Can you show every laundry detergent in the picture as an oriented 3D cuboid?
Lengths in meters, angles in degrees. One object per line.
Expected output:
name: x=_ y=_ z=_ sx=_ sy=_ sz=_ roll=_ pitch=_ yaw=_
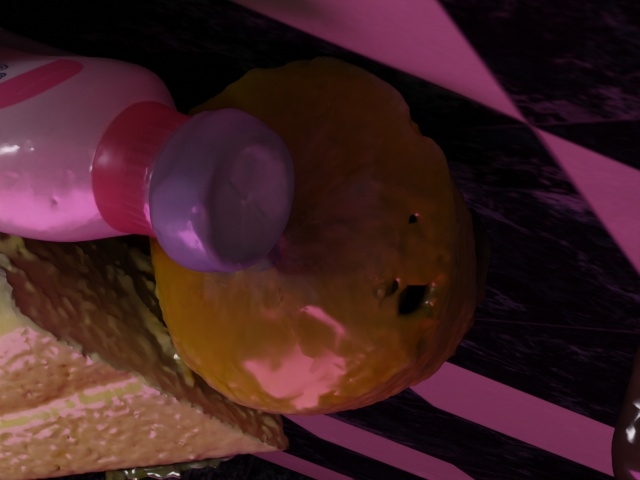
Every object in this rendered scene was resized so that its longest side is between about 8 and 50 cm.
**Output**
laundry detergent: x=-0.160 y=-0.059 z=0.893 sx=0.335 sy=0.159 sz=0.088 roll=17 pitch=127 yaw=36

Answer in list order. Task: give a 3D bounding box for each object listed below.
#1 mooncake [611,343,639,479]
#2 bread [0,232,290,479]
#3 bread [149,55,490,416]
mooncake: x=0.321 y=0.107 z=0.872 sx=0.333 sy=0.174 sz=0.326 roll=27 pitch=163 yaw=-13
bread: x=-0.266 y=0.058 z=1.103 sx=0.405 sy=0.346 sz=0.242 roll=-35 pitch=130 yaw=23
bread: x=0.001 y=0.003 z=0.939 sx=0.197 sy=0.197 sz=0.170 roll=15 pitch=180 yaw=22
